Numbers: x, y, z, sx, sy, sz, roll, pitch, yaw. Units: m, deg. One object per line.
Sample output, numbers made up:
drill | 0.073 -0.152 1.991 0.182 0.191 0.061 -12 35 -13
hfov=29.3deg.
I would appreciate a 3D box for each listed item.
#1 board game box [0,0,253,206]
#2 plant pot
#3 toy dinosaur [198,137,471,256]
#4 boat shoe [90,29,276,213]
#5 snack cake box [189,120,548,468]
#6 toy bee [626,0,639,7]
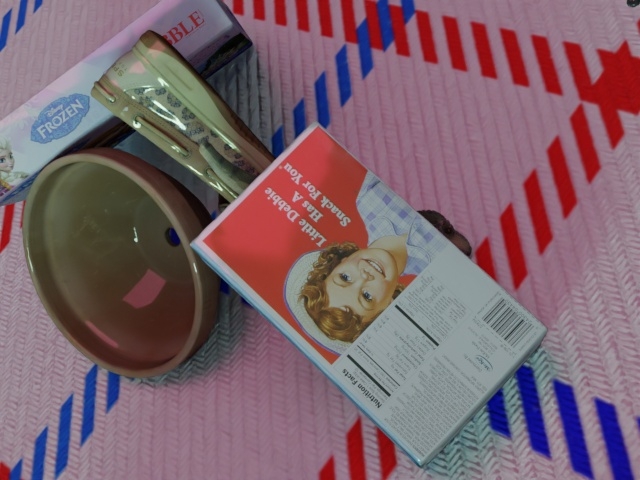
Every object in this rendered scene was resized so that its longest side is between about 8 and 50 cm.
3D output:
board game box | -0.227 -0.158 1.352 0.319 0.066 0.318 -36 4 5
plant pot | -0.181 0.011 1.240 0.237 0.237 0.110 2 21 35
toy dinosaur | 0.000 0.000 1.136 0.064 0.268 0.118 -135 62 -76
boat shoe | -0.096 -0.072 1.184 0.089 0.285 0.104 -42 12 1
snack cake box | 0.040 0.046 1.026 0.264 0.089 0.152 43 85 13
toy bee | 0.383 -0.143 1.023 0.298 0.162 0.195 16 33 28
